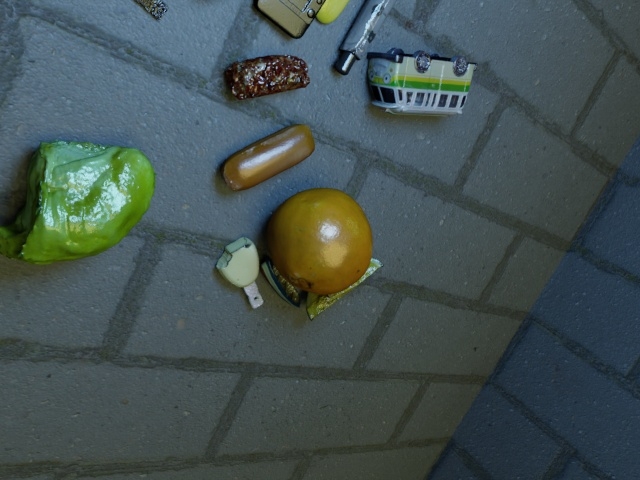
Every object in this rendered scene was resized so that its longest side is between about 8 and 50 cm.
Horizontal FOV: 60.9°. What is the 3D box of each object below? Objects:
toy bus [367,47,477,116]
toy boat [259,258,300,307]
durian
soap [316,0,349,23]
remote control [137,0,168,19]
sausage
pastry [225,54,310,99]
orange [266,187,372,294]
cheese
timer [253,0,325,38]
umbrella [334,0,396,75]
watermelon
[{"bbox_3d":[0.282,-0.451,1.568,0.305,0.143,0.179,-6,113,-32],"label":"toy bus"},{"bbox_3d":[-0.126,0.134,1.706,0.046,0.080,0.229,-18,136,18],"label":"toy boat"},{"bbox_3d":[-0.520,-0.086,1.189,0.339,0.204,0.256,-5,107,-31],"label":"durian"},{"bbox_3d":[0.046,-0.627,1.376,0.168,0.033,0.089,-47,136,-2],"label":"soap"},{"bbox_3d":[-0.369,-0.515,1.157,0.039,0.014,0.096,-51,135,2],"label":"remote control"},{"bbox_3d":[-0.138,-0.222,1.450,0.274,0.105,0.105,-30,131,-17],"label":"sausage"},{"bbox_3d":[-0.124,-0.406,1.344,0.208,0.115,0.097,-17,114,-25],"label":"pastry"},{"bbox_3d":[0.000,0.000,1.550,0.312,0.312,0.312,-18,126,-26],"label":"orange"},{"bbox_3d":[-0.226,0.112,1.626,0.127,0.050,0.255,-30,131,-18],"label":"cheese"},{"bbox_3d":[-0.058,-0.600,1.304,0.144,0.055,0.187,29,103,-34],"label":"timer"},{"bbox_3d":[0.137,-0.593,1.437,0.067,0.073,0.337,27,101,-23],"label":"umbrella"},{"bbox_3d":[0.066,0.143,1.803,0.301,0.129,0.123,-36,130,-5],"label":"watermelon"}]
